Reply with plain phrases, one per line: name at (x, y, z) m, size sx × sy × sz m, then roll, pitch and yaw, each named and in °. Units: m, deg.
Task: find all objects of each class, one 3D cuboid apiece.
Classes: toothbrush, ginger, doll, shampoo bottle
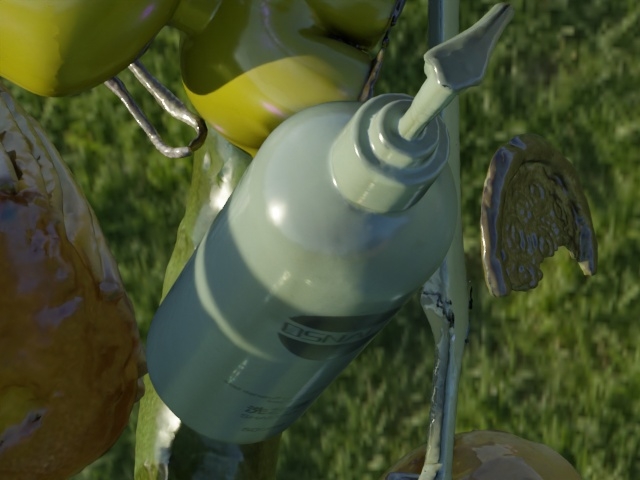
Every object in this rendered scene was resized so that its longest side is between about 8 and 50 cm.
toothbrush at (0.046, -0.006, 0.736) m, size 0.028 × 0.026 × 0.294 m, roll 8°, pitch 98°, yaw 25°
ginger at (-0.039, 0.022, 0.960) m, size 0.089 × 0.137 × 0.289 m, roll 11°, pitch 100°, yaw 14°
doll at (-0.077, -0.101, 0.660) m, size 0.221 × 0.135 × 0.143 m, roll 20°, pitch 85°, yaw -9°
shampoo bottle at (0.000, 0.000, 0.500) m, size 0.056 × 0.195 × 0.056 m, roll 6°, pitch 66°, yaw -14°

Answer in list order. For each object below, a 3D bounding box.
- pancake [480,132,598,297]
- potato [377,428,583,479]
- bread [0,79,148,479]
pancake at (0.189, -0.004, 1.667) m, size 0.020 × 0.184 × 0.190 m, roll -4°, pitch 40°, yaw 35°
potato at (0.079, 0.201, 0.882) m, size 0.146 × 0.150 × 0.233 m, roll -19°, pitch 54°, yaw 18°
bread at (-0.216, 0.061, 0.772) m, size 0.288 × 0.204 × 0.156 m, roll -29°, pitch 40°, yaw -3°
